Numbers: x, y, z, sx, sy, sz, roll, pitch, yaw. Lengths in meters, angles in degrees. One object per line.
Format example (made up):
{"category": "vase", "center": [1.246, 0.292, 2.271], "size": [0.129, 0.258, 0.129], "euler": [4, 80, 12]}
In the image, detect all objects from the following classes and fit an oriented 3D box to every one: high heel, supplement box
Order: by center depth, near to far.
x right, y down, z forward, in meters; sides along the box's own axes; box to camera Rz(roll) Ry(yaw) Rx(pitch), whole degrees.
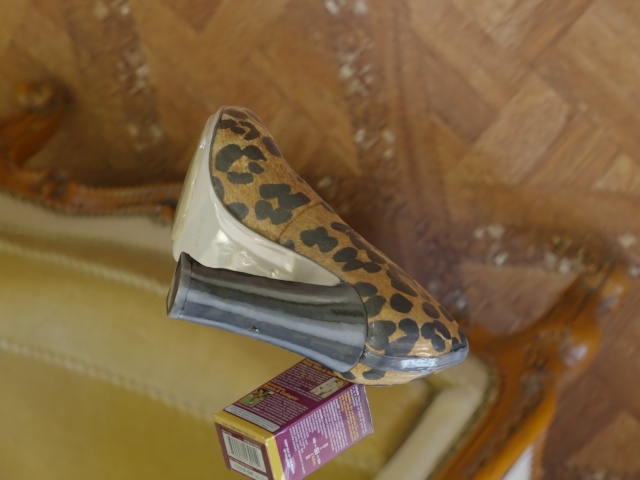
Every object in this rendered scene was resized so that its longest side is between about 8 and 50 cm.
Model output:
{"category": "supplement box", "center": [-0.017, 0.115, 1.188], "size": [0.055, 0.083, 0.043], "euler": [18, 129, 48]}
{"category": "high heel", "center": [0.000, 0.000, 1.223], "size": [0.186, 0.261, 0.093], "euler": [15, 121, -9]}
